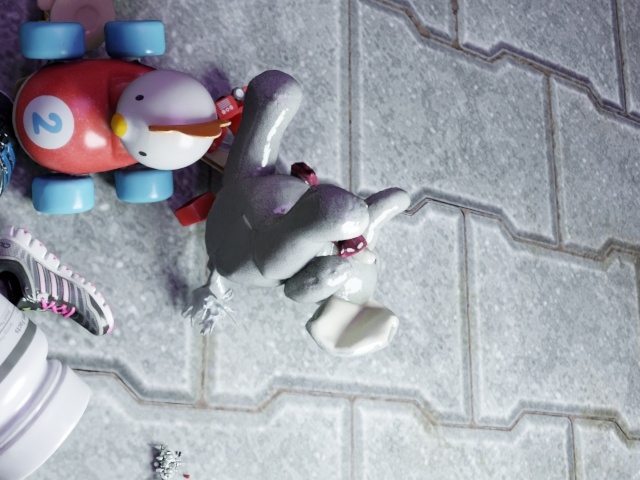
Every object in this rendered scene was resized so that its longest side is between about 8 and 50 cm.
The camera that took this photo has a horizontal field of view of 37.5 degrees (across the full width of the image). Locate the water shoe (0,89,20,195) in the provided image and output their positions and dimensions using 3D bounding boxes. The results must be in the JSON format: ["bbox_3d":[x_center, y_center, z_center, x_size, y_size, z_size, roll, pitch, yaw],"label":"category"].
[{"bbox_3d":[-0.375,-0.086,1.066,0.073,0.080,0.203,21,65,-33],"label":"water shoe"}]

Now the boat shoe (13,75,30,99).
[{"bbox_3d":[-0.308,-0.180,1.175,0.153,0.048,0.056,-7,105,-33],"label":"boat shoe"}]

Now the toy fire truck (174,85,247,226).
[{"bbox_3d":[-0.139,-0.117,1.284,0.192,0.047,0.135,-37,102,-40],"label":"toy fire truck"}]

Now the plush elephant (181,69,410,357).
[{"bbox_3d":[0.000,0.000,1.209,0.255,0.330,0.272,7,35,-38],"label":"plush elephant"}]

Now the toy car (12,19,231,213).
[{"bbox_3d":[-0.210,-0.137,1.068,0.210,0.238,0.219,-11,107,-39],"label":"toy car"}]

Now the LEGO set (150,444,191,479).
[{"bbox_3d":[-0.179,0.282,1.156,0.083,0.023,0.054,41,56,-22],"label":"LEGO set"}]

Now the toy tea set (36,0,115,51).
[{"bbox_3d":[-0.303,-0.408,1.146,0.200,0.124,0.336,-33,133,-24],"label":"toy tea set"}]

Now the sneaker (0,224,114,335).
[{"bbox_3d":[-0.317,0.063,1.084,0.170,0.063,0.075,44,54,-15],"label":"sneaker"}]

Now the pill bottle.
[{"bbox_3d":[-0.384,0.110,0.952,0.283,0.161,0.161,47,54,-19],"label":"pill bottle"}]
